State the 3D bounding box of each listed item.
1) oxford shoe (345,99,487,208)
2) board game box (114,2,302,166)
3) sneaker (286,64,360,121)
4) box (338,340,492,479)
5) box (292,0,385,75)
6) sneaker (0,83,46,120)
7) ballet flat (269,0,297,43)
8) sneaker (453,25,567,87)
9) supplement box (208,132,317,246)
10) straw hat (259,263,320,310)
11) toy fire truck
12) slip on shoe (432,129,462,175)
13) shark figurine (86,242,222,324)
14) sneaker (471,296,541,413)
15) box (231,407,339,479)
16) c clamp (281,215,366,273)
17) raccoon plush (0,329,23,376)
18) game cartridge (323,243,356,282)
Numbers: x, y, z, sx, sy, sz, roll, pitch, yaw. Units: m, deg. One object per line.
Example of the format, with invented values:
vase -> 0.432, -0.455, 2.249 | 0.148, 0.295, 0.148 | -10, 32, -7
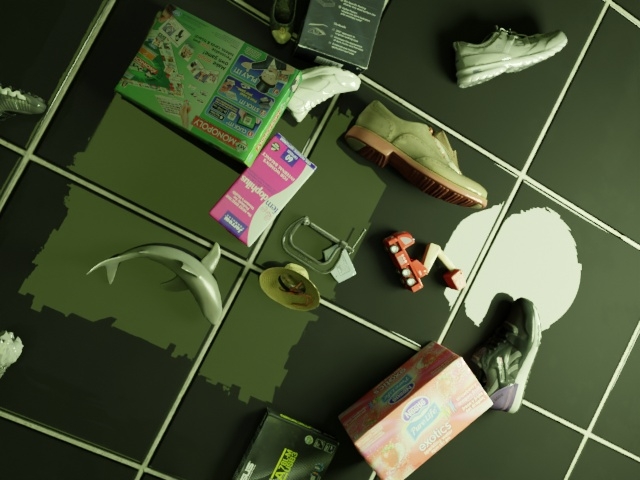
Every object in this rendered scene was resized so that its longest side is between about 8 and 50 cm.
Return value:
oxford shoe -> 0.233, -0.192, 1.139 | 0.348, 0.123, 0.130 | 31, 82, -4
board game box -> -0.225, -0.315, 1.035 | 0.317, 0.046, 0.213 | 30, 87, 8
sneaker -> -0.028, -0.318, 1.119 | 0.232, 0.090, 0.115 | -3, 100, -3
box -> 0.210, 0.387, 1.167 | 0.300, 0.154, 0.142 | -36, 100, -7
box -> 0.037, -0.458, 1.112 | 0.156, 0.093, 0.158 | 16, 91, -12
sneaker -> -0.653, -0.249, 0.989 | 0.234, 0.078, 0.106 | 6, 95, -8
ballet flat -> -0.077, -0.512, 1.107 | 0.057, 0.049, 0.173 | 7, 92, -11
sneaker -> 0.441, -0.451, 1.192 | 0.281, 0.105, 0.115 | -19, 97, -10
supplement box -> -0.126, -0.105, 1.089 | 0.111, 0.114, 0.220 | 40, 87, -11
straw hat -> -0.059, 0.087, 1.136 | 0.144, 0.144, 0.061 | 34, 48, -12
toy fire truck -> 0.244, 0.051, 1.209 | 0.135, 0.047, 0.192 | -29, 98, -9
slip on shoe -> 0.303, -0.196, 1.207 | 0.041, 0.051, 0.135 | -36, 92, -1
shark figurine -> -0.312, 0.056, 1.060 | 0.278, 0.116, 0.166 | 23, 87, -14
sneaker -> 0.436, 0.271, 1.236 | 0.124, 0.107, 0.283 | 12, 91, -6
box -> -0.081, 0.504, 1.167 | 0.184, 0.045, 0.190 | 28, 87, -14
c clamp -> 0.000, 0.000, 1.158 | 0.161, 0.022, 0.137 | 27, 93, -1
raccoon plush -> -0.708, 0.422, 0.958 | 0.446, 0.216, 0.299 | -33, 107, -9
game cartridge -> 0.041, 0.052, 1.182 | 0.056, 0.017, 0.083 | -26, 98, -13
